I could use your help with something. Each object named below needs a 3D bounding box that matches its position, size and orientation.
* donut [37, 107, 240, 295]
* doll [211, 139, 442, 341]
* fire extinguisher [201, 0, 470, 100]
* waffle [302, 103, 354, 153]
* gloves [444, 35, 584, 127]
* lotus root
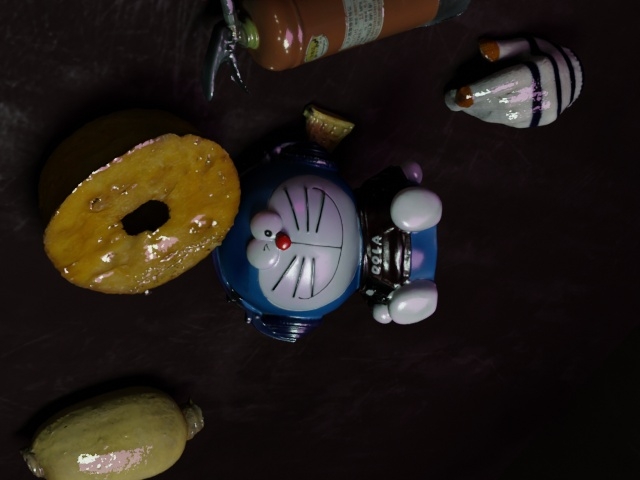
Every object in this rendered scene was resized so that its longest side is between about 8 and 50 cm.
[{"bbox_3d":[-0.240,-0.054,1.373,0.278,0.108,0.277,-26,145,-20],"label":"donut"},{"bbox_3d":[0.000,0.000,1.517,0.310,0.240,0.284,-1,94,-6],"label":"doll"},{"bbox_3d":[0.002,-0.317,1.324,0.376,0.113,0.200,-24,101,-24],"label":"fire extinguisher"},{"bbox_3d":[-0.024,-0.127,1.571,0.097,0.023,0.152,10,124,-47],"label":"waffle"},{"bbox_3d":[0.305,-0.237,1.664,0.219,0.131,0.140,-25,143,-36],"label":"gloves"},{"bbox_3d":[-0.319,0.310,1.697,0.303,0.131,0.146,-9,93,-34],"label":"lotus root"}]
